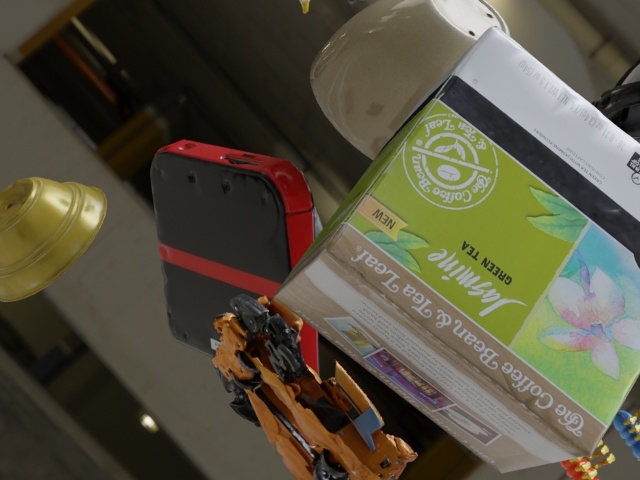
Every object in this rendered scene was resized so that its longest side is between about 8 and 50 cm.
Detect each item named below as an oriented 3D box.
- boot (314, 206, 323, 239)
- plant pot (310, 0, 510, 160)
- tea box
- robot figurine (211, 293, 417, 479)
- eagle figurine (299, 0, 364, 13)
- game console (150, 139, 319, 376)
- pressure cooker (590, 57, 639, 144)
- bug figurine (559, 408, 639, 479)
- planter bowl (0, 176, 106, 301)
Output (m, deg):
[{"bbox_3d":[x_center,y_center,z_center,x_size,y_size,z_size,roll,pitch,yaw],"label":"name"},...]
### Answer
[{"bbox_3d":[0.002,-0.001,1.976,0.076,0.189,0.209,-16,-79,56],"label":"boot"},{"bbox_3d":[0.155,-0.242,1.634,0.284,0.284,0.191,45,-52,12],"label":"plant pot"},{"bbox_3d":[0.187,0.019,1.261,0.329,0.323,0.220,37,-21,-4],"label":"tea box"},{"bbox_3d":[-0.022,0.190,1.397,0.291,0.085,0.211,49,-34,19],"label":"robot figurine"},{"bbox_3d":[-0.024,-0.455,1.799,0.225,0.226,0.298,53,-8,-17],"label":"eagle figurine"},{"bbox_3d":[-0.132,0.032,1.798,0.386,0.060,0.342,16,-64,51],"label":"game console"},{"bbox_3d":[0.663,-0.152,1.970,0.420,0.370,0.376,32,25,-38],"label":"pressure cooker"},{"bbox_3d":[0.423,0.288,1.852,0.072,0.279,0.216,-41,-107,37],"label":"bug figurine"},{"bbox_3d":[-0.418,-0.024,1.692,0.090,0.217,0.217,50,-11,-34],"label":"planter bowl"}]
